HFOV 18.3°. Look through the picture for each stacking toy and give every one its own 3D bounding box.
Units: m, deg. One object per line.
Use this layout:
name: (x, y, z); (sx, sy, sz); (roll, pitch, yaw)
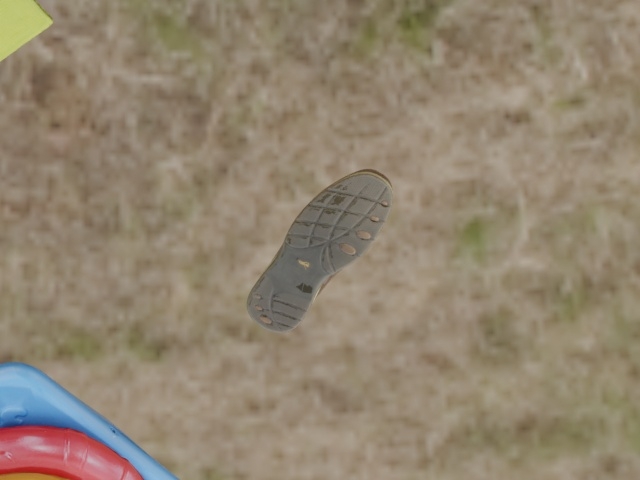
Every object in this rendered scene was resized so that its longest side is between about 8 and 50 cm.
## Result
stacking toy: (-0.155, 0.223, 1.083); (0.166, 0.302, 0.175); (-44, 117, 9)

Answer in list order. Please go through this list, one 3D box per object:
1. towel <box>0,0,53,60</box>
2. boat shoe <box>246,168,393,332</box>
towel: (-0.380, -0.273, 1.998); (0.102, 0.021, 0.237); (-33, 129, 12)
boat shoe: (0.000, 0.000, 1.690); (0.064, 0.060, 0.178); (36, 118, -7)
